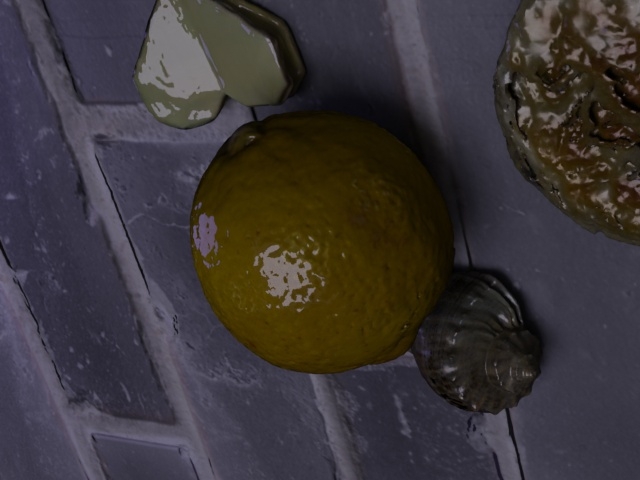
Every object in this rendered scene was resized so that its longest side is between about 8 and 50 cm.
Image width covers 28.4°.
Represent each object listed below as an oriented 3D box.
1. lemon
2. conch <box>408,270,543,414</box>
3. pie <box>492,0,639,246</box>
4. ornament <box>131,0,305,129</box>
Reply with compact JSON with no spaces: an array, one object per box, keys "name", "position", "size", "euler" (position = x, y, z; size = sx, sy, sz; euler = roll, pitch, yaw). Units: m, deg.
[{"name":"lemon","position":[0.001,0.001,1.311],"size":[0.293,0.293,0.293],"euler":[18,129,23]},{"name":"conch","position":[0.162,0.107,1.415],"size":[0.207,0.130,0.155],"euler":[23,100,48]},{"name":"pie","position":[0.308,-0.123,1.144],"size":[0.339,0.077,0.339],"euler":[17,129,22]},{"name":"ornament","position":[-0.125,-0.218,1.385],"size":[0.201,0.059,0.180],"euler":[-9,115,35]}]
